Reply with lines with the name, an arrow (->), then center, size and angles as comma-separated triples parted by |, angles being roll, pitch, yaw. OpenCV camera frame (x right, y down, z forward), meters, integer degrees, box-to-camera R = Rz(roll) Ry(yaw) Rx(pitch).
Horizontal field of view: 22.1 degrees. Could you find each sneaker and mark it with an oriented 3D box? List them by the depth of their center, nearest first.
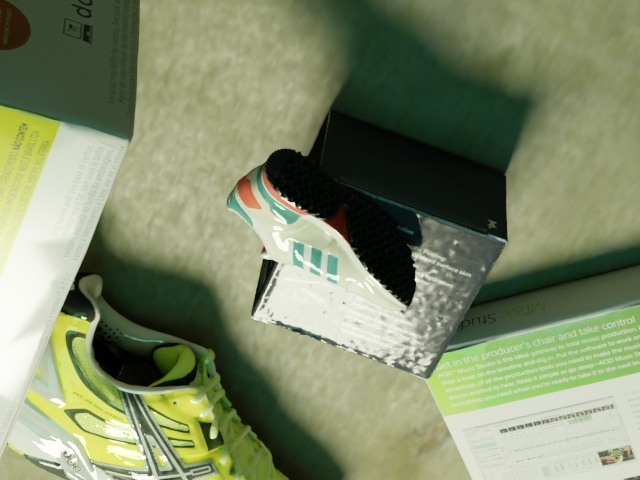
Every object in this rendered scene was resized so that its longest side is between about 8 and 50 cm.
sneaker -> 0.000, 0.000, 1.216 | 0.161, 0.057, 0.075 | 40, 137, -23
sneaker -> -0.124, 0.177, 1.416 | 0.384, 0.145, 0.147 | 37, 122, -23

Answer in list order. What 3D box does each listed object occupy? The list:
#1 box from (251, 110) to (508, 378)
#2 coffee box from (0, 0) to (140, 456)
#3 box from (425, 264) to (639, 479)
box -> 0.047, 0.005, 1.298 | 0.156, 0.093, 0.158 | 20, 127, -8
coffee box -> -0.327, -0.090, 1.082 | 0.334, 0.338, 0.338 | 15, 129, -17
box -> 0.243, 0.173, 1.433 | 0.232, 0.058, 0.322 | -15, 126, 16
